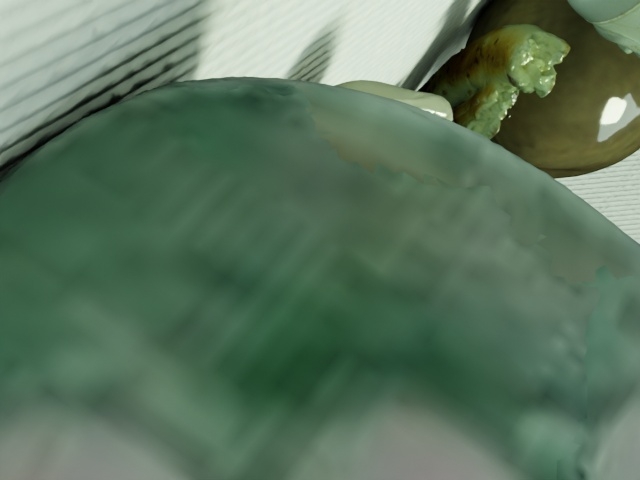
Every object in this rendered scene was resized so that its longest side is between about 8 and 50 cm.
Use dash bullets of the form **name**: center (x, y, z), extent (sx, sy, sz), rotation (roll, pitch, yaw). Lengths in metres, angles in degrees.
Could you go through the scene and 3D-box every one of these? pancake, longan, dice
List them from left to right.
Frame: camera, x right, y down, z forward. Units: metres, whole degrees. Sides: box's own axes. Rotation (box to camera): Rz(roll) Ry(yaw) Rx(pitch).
- **dice**: center (-0.025, 0.164, 0.501), extent (0.348, 0.328, 0.330), rotation (-48, 175, -40)
- **pancake**: center (0.099, -0.088, 1.233), extent (0.376, 0.054, 0.197), rotation (-45, -156, 51)
- **longan**: center (0.246, -0.163, 1.359), extent (0.246, 0.215, 0.246), rotation (-33, 152, -21)

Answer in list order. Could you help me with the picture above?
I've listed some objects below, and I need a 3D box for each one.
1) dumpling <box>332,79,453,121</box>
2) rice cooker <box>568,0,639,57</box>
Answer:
- **dumpling**: center (-0.004, -0.035, 0.766), extent (0.134, 0.100, 0.169), rotation (-12, -175, -20)
- **rice cooker**: center (0.354, -0.236, 1.083), extent (0.264, 0.316, 0.316), rotation (-61, 173, 15)
